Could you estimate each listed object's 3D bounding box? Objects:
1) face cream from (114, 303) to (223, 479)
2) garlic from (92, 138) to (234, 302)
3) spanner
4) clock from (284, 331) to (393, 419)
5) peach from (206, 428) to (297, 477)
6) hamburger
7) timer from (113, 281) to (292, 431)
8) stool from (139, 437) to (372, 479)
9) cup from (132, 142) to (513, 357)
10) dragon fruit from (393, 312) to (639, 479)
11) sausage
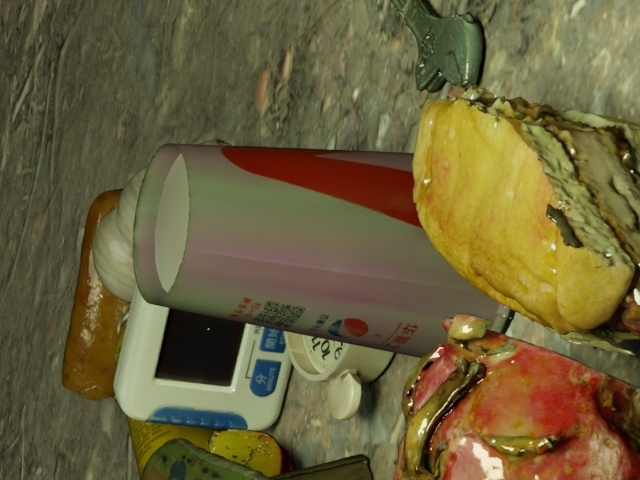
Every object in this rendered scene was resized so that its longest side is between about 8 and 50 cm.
[{"bbox_3d":[-0.166,0.194,2.012,0.105,0.105,0.348,-62,33,37],"label":"face cream"},{"bbox_3d":[-0.127,0.020,1.971,0.207,0.207,0.256,17,134,64],"label":"garlic"},{"bbox_3d":[0.084,-0.229,1.693,0.093,0.026,0.325,-67,29,29],"label":"spanner"},{"bbox_3d":[0.026,0.060,1.701,0.155,0.063,0.229,-40,51,51],"label":"clock"},{"bbox_3d":[-0.067,0.258,1.772,0.172,0.092,0.127,-97,6,-81],"label":"peach"},{"bbox_3d":[0.171,-0.019,1.309,0.245,0.155,0.282,126,138,-51],"label":"hamburger"},{"bbox_3d":[-0.107,0.066,1.840,0.078,0.178,0.253,-134,57,-65],"label":"timer"},{"bbox_3d":[-0.031,0.342,1.554,0.310,0.226,0.310,-168,86,-66],"label":"stool"},{"bbox_3d":[0.000,0.000,1.504,0.203,0.288,0.203,-174,90,-65],"label":"cup"},{"bbox_3d":[0.146,0.131,1.262,0.282,0.211,0.147,21,99,61],"label":"dragon fruit"},{"bbox_3d":[-0.263,0.067,2.255,0.109,0.109,0.270,28,109,63],"label":"sausage"}]
